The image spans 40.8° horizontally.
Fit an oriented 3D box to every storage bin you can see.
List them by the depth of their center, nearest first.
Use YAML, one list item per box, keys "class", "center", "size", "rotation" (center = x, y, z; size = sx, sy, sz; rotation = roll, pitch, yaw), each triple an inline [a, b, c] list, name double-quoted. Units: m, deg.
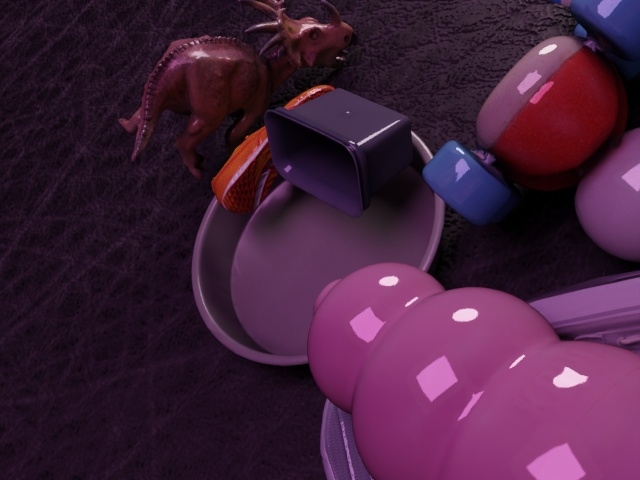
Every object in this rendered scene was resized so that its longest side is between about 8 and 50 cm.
- class: "storage bin"
  center: [0.025, -0.091, 0.858]
  size: [0.091, 0.098, 0.135]
  rotation: [-33, 44, -27]

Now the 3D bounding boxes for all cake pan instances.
- class: "cake pan"
  center: [0.000, 0.000, 0.904]
  size: [0.293, 0.054, 0.293]
  rotation: [-14, 57, 23]

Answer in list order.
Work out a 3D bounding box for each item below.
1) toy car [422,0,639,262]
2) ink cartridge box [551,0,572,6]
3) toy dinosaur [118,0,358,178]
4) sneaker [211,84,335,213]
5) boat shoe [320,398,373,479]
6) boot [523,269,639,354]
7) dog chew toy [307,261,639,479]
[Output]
- class: "toy car"
  center: [0.253, -0.058, 0.739]
  size: [0.238, 0.210, 0.219]
  rotation: [44, 103, 11]
- class: "ink cartridge box"
  center: [0.328, -0.263, 0.818]
  size: [0.134, 0.078, 0.231]
  rotation: [-32, 45, -24]
- class: "toy dinosaur"
  center: [-0.114, -0.192, 0.980]
  size: [0.127, 0.296, 0.200]
  rotation: [46, 132, 16]
- class: "sneaker"
  center: [-0.052, -0.107, 0.925]
  size: [0.175, 0.064, 0.067]
  rotation: [-42, 40, -1]
- class: "boat shoe"
  center: [0.042, 0.217, 0.735]
  size: [0.083, 0.075, 0.226]
  rotation: [-1, 59, -2]
- class: "boot"
  center: [0.248, 0.089, 0.681]
  size: [0.258, 0.095, 0.123]
  rotation: [-19, 86, 47]
- class: "dog chew toy"
  center: [0.120, 0.129, 0.638]
  size: [0.332, 0.206, 0.206]
  rotation: [37, 85, 33]
